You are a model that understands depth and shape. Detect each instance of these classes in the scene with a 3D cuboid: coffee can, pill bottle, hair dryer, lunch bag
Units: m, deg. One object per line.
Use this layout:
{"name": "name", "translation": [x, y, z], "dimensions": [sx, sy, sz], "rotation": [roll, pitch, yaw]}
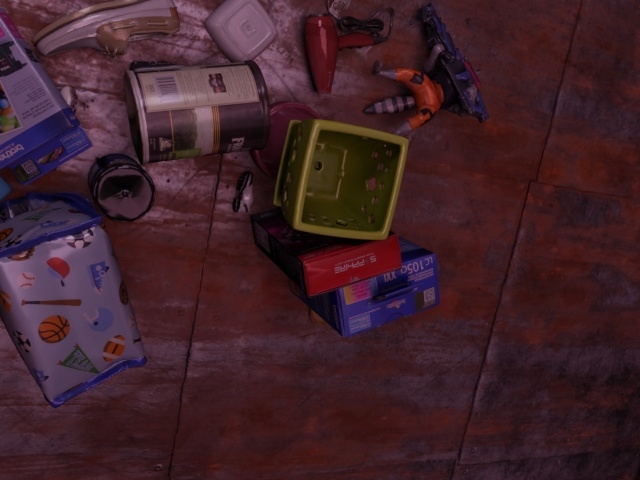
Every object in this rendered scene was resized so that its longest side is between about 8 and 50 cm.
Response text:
{"name": "coffee can", "translation": [-0.272, -0.284, 1.322], "dimensions": [0.276, 0.201, 0.201], "rotation": [-11, 109, -21]}
{"name": "pill bottle", "translation": [-0.431, -0.120, 1.287], "dimensions": [0.123, 0.219, 0.122], "rotation": [-7, 108, -22]}
{"name": "hair dryer", "translation": [0.062, -0.494, 1.481], "dimensions": [0.224, 0.080, 0.293], "rotation": [30, 92, -29]}
{"name": "lunch bag", "translation": [-0.530, 0.085, 1.212], "dimensions": [0.239, 0.386, 0.327], "rotation": [-21, 113, -31]}

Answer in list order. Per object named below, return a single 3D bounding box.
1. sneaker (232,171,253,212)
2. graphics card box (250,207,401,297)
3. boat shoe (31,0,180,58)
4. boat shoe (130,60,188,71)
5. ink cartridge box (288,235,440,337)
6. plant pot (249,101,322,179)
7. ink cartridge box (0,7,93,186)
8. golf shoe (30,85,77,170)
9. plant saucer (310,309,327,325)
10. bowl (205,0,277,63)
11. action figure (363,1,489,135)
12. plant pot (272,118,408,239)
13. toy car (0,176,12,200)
{"name": "sneaker", "translation": [-0.187, -0.120, 1.507], "dimensions": [0.044, 0.040, 0.109], "rotation": [6, 107, -43]}
{"name": "graphics card box", "translation": [0.000, 0.000, 1.435], "dimensions": [0.233, 0.371, 0.094], "rotation": [-16, 113, -19]}
{"name": "boat shoe", "translation": [-0.437, -0.436, 1.251], "dimensions": [0.303, 0.113, 0.103], "rotation": [-28, 109, -16]}
{"name": "boat shoe", "translation": [-0.354, -0.383, 1.344], "dimensions": [0.142, 0.049, 0.040], "rotation": [-9, 71, -27]}
{"name": "ink cartridge box", "translation": [0.110, 0.093, 1.498], "dimensions": [0.270, 0.395, 0.151], "rotation": [-16, 112, -20]}
{"name": "plant pot", "translation": [-0.054, -0.229, 1.450], "dimensions": [0.202, 0.180, 0.201], "rotation": [-8, 109, -23]}
{"name": "ink cartridge box", "translation": [-0.623, -0.276, 1.197], "dimensions": [0.186, 0.065, 0.311], "rotation": [-29, 109, 3]}
{"name": "golf shoe", "translation": [-0.573, -0.244, 1.272], "dimensions": [0.086, 0.067, 0.186], "rotation": [19, 97, -26]}
{"name": "plant saucer", "translation": [0.007, 0.200, 1.699], "dimensions": [0.084, 0.015, 0.083], "rotation": [-7, 108, -23]}
{"name": "bowl", "translation": [-0.175, -0.491, 1.390], "dimensions": [0.142, 0.053, 0.142], "rotation": [-45, 119, -8]}
{"name": "action figure", "translation": [0.277, -0.432, 1.589], "dimensions": [0.331, 0.178, 0.341], "rotation": [-17, 85, -26]}
{"name": "plant pot", "translation": [0.026, -0.141, 1.292], "dimensions": [0.227, 0.207, 0.228], "rotation": [7, 103, -26]}
{"name": "toy car", "translation": [-0.755, -0.089, 1.111], "dimensions": [0.210, 0.238, 0.219], "rotation": [-30, 115, 20]}
